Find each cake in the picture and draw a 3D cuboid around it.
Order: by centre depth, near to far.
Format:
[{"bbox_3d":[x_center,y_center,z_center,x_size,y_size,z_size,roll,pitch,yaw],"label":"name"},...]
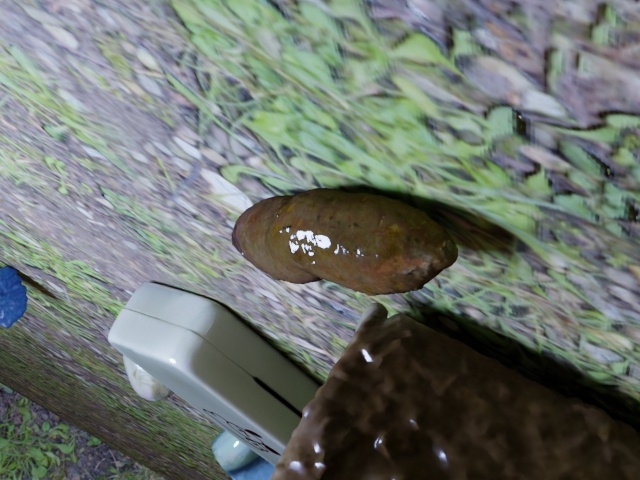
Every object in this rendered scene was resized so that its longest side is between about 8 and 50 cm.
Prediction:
[{"bbox_3d":[0.095,0.226,0.901,0.282,0.256,0.290,26,168,14],"label":"cake"}]

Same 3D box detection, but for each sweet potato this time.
[{"bbox_3d":[-0.002,-0.002,0.756,0.065,0.051,0.218,38,163,-29],"label":"sweet potato"}]

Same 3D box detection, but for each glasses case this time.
[{"bbox_3d":[-0.056,0.154,1.301,0.131,0.070,0.313,13,156,49],"label":"glasses case"}]

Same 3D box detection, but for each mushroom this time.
[{"bbox_3d":[-0.178,0.130,1.468,0.083,0.067,0.084,158,90,-78],"label":"mushroom"}]

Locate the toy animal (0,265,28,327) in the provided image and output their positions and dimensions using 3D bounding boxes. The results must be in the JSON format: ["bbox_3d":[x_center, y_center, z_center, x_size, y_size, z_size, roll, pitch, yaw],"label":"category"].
[{"bbox_3d":[-0.474,0.020,1.670,0.255,0.176,0.239,63,169,18],"label":"toy animal"}]

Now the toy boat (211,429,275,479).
[{"bbox_3d":[-0.021,0.293,1.553,0.215,0.123,0.330,58,175,21],"label":"toy boat"}]
